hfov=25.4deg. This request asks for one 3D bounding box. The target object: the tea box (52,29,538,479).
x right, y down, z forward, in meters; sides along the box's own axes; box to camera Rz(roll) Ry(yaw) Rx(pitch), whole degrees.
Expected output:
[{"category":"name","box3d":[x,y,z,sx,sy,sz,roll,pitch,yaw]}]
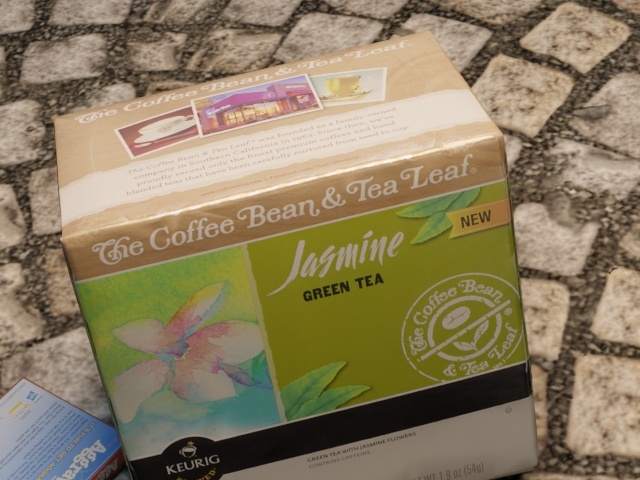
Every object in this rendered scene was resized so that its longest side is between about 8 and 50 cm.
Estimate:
[{"category":"tea box","box3d":[-0.020,0.042,1.158,0.328,0.324,0.220,-14,30,-4]}]

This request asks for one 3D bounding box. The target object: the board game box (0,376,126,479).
[{"category":"board game box","box3d":[-0.306,0.245,1.235,0.145,0.027,0.281,22,51,32]}]
